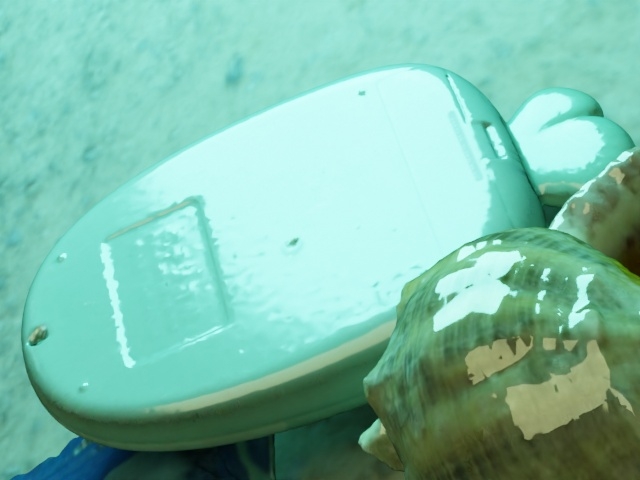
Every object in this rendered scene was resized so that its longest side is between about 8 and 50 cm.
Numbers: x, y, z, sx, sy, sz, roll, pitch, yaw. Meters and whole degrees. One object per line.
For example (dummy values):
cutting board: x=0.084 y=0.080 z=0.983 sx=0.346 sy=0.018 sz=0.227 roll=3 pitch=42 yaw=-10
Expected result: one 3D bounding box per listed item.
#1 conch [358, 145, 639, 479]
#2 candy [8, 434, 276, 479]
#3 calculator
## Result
conch: x=0.151 y=0.060 z=0.669 sx=0.291 sy=0.159 sz=0.210 roll=-1 pitch=25 yaw=33
candy: x=-0.069 y=0.198 z=0.788 sx=0.187 sy=0.077 sz=0.331 roll=-35 pitch=43 yaw=21
calculator: x=0.000 y=0.000 z=0.836 sx=0.295 sy=0.042 sz=0.184 roll=-22 pitch=45 yaw=4
